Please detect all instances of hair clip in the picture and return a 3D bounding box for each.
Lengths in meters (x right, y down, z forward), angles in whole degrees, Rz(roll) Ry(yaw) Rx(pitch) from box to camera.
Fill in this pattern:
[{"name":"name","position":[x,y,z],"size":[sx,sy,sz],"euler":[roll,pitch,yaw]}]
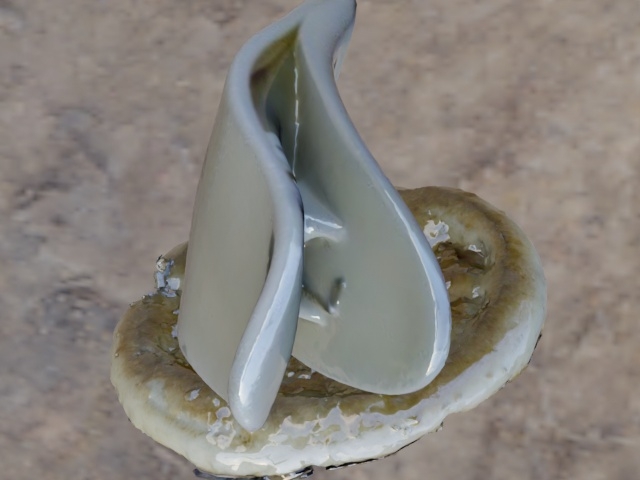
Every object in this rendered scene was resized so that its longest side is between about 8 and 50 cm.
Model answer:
[{"name":"hair clip","position":[-0.019,-0.004,1.008],"size":[0.113,0.282,0.173],"euler":[3,121,-18]}]

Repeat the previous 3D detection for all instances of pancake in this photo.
[{"name":"pancake","position":[-0.005,0.068,1.688],"size":[0.382,0.382,0.071],"euler":[-39,133,-33]}]
